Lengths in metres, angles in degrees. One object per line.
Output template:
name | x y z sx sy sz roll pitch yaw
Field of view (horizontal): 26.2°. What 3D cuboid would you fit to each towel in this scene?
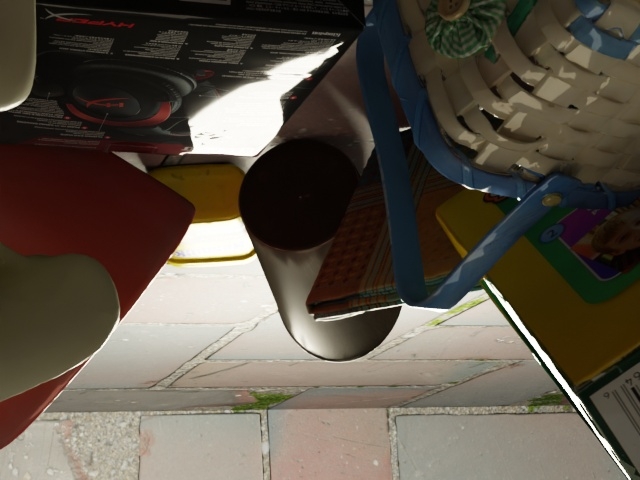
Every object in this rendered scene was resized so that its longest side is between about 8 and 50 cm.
towel | 0.180 -0.048 1.234 0.370 0.271 0.040 -13 123 32

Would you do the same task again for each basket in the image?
basket | 0.118 -0.125 0.896 0.201 0.255 0.289 7 144 -26
basket | 0.000 0.000 1.479 0.154 0.204 0.227 -8 156 9

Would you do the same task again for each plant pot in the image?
plant pot | -0.279 -0.004 1.145 0.243 0.275 0.275 41 151 -10

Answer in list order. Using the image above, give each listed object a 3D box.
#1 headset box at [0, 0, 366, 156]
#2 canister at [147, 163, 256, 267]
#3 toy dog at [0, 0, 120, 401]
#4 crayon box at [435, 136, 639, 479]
headset box | -0.119 -0.149 0.993 0.218 0.110 0.293 2 164 -17
canister | -0.131 -0.027 1.534 0.126 0.073 0.170 -3 164 1
toy dog | -0.330 -0.103 0.718 0.395 0.284 0.408 -26 134 -27
crayon box | 0.287 -0.036 0.931 0.363 0.106 0.313 -34 -158 3
